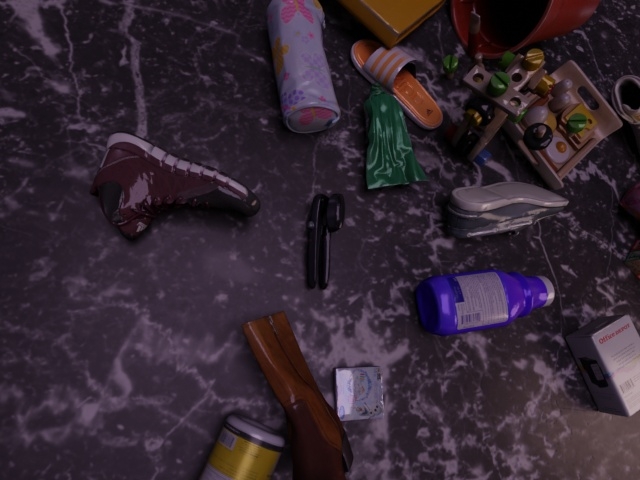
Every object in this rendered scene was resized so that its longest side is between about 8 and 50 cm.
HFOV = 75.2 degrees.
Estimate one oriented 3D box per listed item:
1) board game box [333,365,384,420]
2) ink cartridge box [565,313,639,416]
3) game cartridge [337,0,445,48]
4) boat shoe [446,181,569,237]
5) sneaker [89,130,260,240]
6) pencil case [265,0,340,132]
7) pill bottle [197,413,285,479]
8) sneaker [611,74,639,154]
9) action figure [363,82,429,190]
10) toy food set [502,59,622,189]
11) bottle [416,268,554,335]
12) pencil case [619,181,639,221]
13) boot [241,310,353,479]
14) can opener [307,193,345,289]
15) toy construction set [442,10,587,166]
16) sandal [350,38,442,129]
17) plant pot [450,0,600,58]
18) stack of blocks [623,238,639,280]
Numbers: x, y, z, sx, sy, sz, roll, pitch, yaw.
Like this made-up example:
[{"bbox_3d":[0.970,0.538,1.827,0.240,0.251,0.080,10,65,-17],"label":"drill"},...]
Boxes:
[{"bbox_3d":[0.069,0.277,0.757,0.089,0.020,0.090,3,76,-16],"label":"board game box"},{"bbox_3d":[0.635,0.264,0.899,0.127,0.072,0.175,-19,82,-19],"label":"ink cartridge box"},{"bbox_3d":[0.112,-0.607,0.946,0.323,0.053,0.285,41,57,1],"label":"game cartridge"},{"bbox_3d":[0.410,-0.064,0.921,0.318,0.116,0.099,-6,121,-24],"label":"boat shoe"},{"bbox_3d":[-0.256,-0.059,0.713,0.281,0.106,0.163,23,77,0],"label":"sneaker"},{"bbox_3d":[-0.035,-0.357,0.838,0.124,0.113,0.274,1,75,-36],"label":"pencil case"},{"bbox_3d":[-0.134,0.372,0.629,0.103,0.103,0.184,27,71,-8],"label":"pill bottle"},{"bbox_3d":[0.835,-0.284,1.058,0.169,0.108,0.293,2,65,-36],"label":"sneaker"},{"bbox_3d":[0.140,-0.225,0.881,0.137,0.063,0.233,-8,83,-16],"label":"action figure"},{"bbox_3d":[0.595,-0.291,1.016,0.306,0.092,0.220,-38,89,-21],"label":"toy food set"},{"bbox_3d":[0.336,0.117,0.837,0.282,0.092,0.118,-5,79,-18],"label":"bottle"},{"bbox_3d":[0.886,-0.029,1.020,0.284,0.124,0.124,45,69,0],"label":"pencil case"},{"bbox_3d":[-0.038,0.244,0.615,0.096,0.264,0.281,-25,85,14],"label":"boot"},{"bbox_3d":[0.000,0.000,0.788,0.059,0.073,0.186,13,82,-21],"label":"can opener"},{"bbox_3d":[0.361,-0.334,0.850,0.257,0.237,0.309,-24,74,12],"label":"toy construction set"},{"bbox_3d":[0.187,-0.365,0.923,0.265,0.076,0.102,42,69,-3],"label":"sandal"},{"bbox_3d":[0.506,-0.590,0.991,0.264,0.272,0.273,-18,82,-28],"label":"plant pot"},{"bbox_3d":[0.898,0.113,0.962,0.297,0.171,0.087,46,69,-2],"label":"stack of blocks"}]
